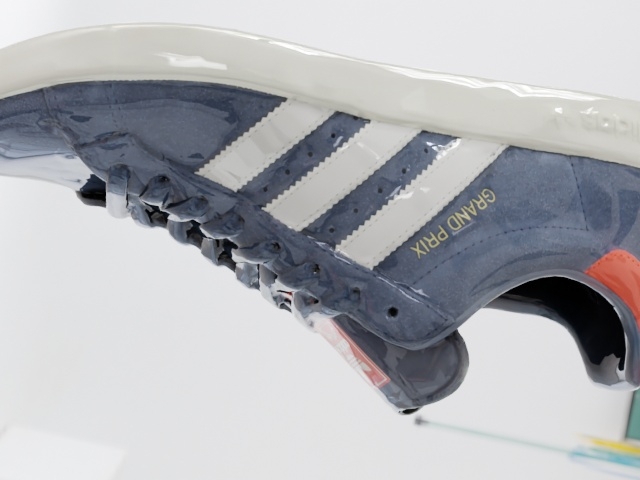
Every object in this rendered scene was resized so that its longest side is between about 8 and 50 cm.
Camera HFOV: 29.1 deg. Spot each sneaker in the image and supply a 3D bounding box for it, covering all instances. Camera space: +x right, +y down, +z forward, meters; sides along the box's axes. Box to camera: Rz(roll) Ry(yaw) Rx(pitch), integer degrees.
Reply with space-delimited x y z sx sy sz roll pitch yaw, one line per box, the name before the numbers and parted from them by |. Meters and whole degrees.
sneaker | 0.000 0.000 0.555 0.131 0.350 0.148 120 -25 -79
